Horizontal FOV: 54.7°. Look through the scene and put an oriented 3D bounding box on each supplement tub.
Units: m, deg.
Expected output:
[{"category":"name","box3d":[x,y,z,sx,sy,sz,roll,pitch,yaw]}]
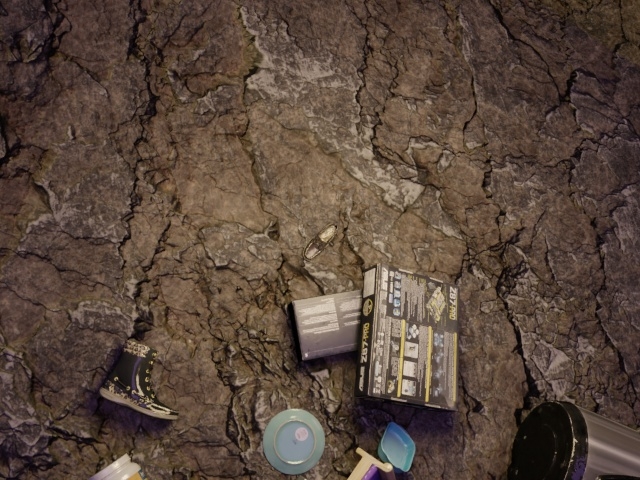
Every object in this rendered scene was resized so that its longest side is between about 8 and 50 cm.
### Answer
[{"category":"supplement tub","box3d":[-0.525,0.695,1.663,0.144,0.144,0.200,-31,85,-16]}]

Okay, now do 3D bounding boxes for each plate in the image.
[{"category":"plate","box3d":[-0.077,0.597,1.838,0.188,0.024,0.188,2,76,-10]}]

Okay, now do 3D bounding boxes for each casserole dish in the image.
[{"category":"casserole dish","box3d":[0.222,0.617,1.835,0.114,0.188,0.037,45,113,3]}]

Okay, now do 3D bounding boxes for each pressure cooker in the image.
[{"category":"pressure cooker","box3d":[0.817,0.697,1.812,0.420,0.370,0.376,24,57,-6]}]

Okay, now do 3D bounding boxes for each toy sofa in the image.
[{"category":"toy sofa","box3d":[0.087,0.781,1.705,0.177,0.150,0.362,25,61,31]}]

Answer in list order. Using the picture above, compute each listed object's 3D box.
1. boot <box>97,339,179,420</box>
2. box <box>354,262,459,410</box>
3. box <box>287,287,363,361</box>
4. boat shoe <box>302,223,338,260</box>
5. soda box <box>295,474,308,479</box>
[{"category":"boot","box3d":[-0.493,0.402,1.771,0.236,0.085,0.179,22,71,-5]},{"category":"box","box3d":[0.270,0.294,1.860,0.318,0.097,0.395,14,67,-23]},{"category":"box","box3d":[0.047,0.258,1.902,0.261,0.103,0.184,-8,76,-13]},{"category":"boat shoe","box3d":[0.000,0.000,1.980,0.056,0.049,0.152,39,73,0]},{"category":"soda box","box3d":[-0.103,0.812,1.743,0.091,0.098,0.286,39,73,-1]}]
